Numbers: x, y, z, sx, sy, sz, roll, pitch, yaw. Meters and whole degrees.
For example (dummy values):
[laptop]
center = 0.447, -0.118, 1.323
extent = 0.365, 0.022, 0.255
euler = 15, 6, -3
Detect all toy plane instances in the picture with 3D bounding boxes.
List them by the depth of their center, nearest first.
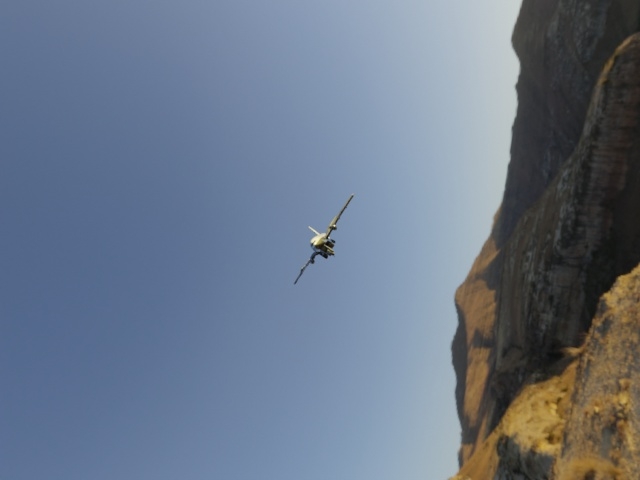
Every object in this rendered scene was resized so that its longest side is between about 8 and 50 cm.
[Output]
[toy plane]
center = 0.003, 0.002, 0.813
extent = 0.226, 0.058, 0.226
euler = -57, 7, 6
